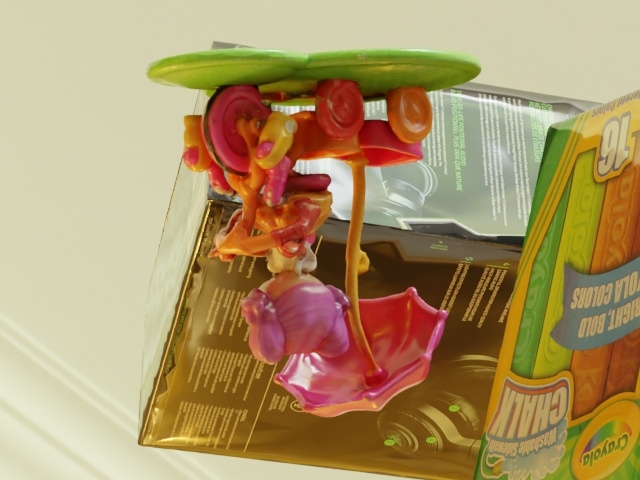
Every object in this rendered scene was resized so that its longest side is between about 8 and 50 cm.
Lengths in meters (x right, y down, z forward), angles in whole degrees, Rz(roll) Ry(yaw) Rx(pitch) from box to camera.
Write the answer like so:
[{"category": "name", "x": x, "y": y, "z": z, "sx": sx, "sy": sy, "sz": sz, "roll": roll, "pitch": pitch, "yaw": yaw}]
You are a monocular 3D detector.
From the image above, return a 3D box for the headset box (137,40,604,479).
[{"category": "headset box", "x": 0.048, "y": 0.025, "z": 1.200, "sx": 0.283, "sy": 0.131, "sz": 0.246, "roll": 8, "pitch": -40, "yaw": -9}]

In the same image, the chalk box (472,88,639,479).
[{"category": "chalk box", "x": 0.197, "y": 0.085, "z": 0.982, "sx": 0.179, "sy": 0.180, "sz": 0.289, "roll": 19, "pitch": -106, "yaw": -19}]

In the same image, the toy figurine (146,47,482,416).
[{"category": "toy figurine", "x": 0.000, "y": 0.000, "z": 0.888, "sx": 0.173, "sy": 0.130, "sz": 0.159, "roll": 1, "pitch": -96, "yaw": -48}]
